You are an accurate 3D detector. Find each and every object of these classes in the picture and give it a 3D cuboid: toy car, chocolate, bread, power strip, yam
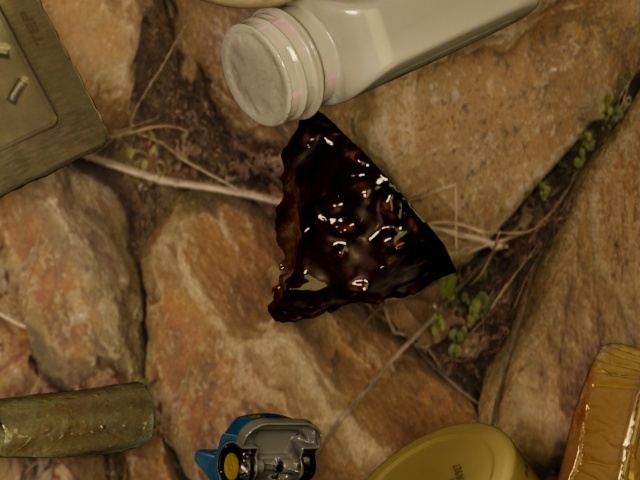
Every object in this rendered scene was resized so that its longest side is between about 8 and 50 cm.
[{"bbox_3d":[-0.076,0.255,1.940,0.097,0.100,0.191,4,110,-36],"label":"toy car"},{"bbox_3d":[0.000,0.000,1.939,0.177,0.224,0.206,-41,74,-3],"label":"chocolate"},{"bbox_3d":[0.363,0.265,2.237,0.152,0.119,0.288,20,80,-32],"label":"bread"},{"bbox_3d":[-0.354,-0.146,1.715,0.257,0.092,0.251,-28,100,-30],"label":"power strip"},{"bbox_3d":[-0.242,0.176,1.826,0.169,0.068,0.068,-6,96,-35],"label":"yam"}]

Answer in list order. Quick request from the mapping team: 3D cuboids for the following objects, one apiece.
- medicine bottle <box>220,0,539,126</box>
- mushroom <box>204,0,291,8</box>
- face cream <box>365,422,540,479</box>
[{"bbox_3d":[0.056,-0.222,1.951,0.324,0.179,0.124,-29,108,-30],"label":"medicine bottle"},{"bbox_3d":[-0.047,-0.369,1.829,0.356,0.315,0.315,20,79,1],"label":"mushroom"},{"bbox_3d":[0.155,0.329,2.028,0.218,0.218,0.179,-47,116,-24],"label":"face cream"}]
